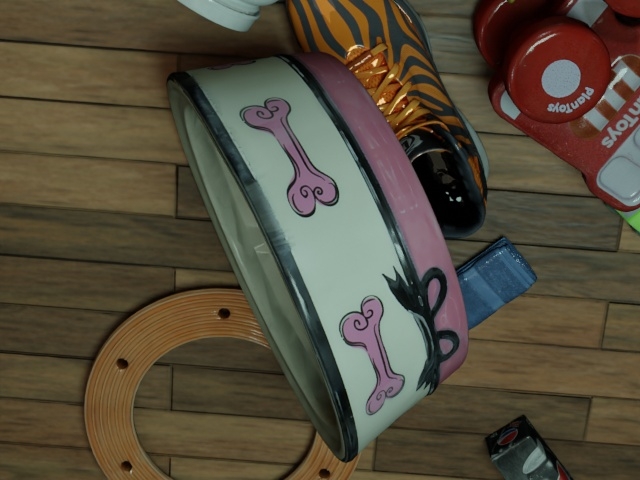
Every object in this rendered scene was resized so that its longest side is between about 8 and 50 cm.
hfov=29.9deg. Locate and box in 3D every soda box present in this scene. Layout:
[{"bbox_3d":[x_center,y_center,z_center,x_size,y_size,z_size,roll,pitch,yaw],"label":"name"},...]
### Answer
[{"bbox_3d":[0.269,0.294,1.433,0.060,0.053,0.169,-34,107,14],"label":"soda box"}]

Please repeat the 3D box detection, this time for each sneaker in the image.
[{"bbox_3d":[0.079,-0.138,1.205,0.125,0.180,0.321,-36,106,14],"label":"sneaker"}]

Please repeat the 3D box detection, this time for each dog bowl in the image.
[{"bbox_3d":[0.000,0.000,1.164,0.150,0.408,0.408,-25,109,-9],"label":"dog bowl"}]

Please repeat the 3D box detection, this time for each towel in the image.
[{"bbox_3d":[0.181,0.055,1.357,0.119,0.029,0.067,-37,105,14],"label":"towel"}]

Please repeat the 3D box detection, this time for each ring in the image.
[{"bbox_3d":[-0.113,0.208,1.427,0.337,0.032,0.336,1,112,2],"label":"ring"}]

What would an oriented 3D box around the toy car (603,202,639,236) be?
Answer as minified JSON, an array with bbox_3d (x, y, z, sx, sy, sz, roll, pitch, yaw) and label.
[{"bbox_3d":[0.398,0.000,1.314,0.225,0.053,0.239,38,108,-12],"label":"toy car"}]

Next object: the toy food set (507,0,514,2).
[{"bbox_3d":[0.198,-0.307,1.119,0.128,0.218,0.071,-39,116,23],"label":"toy food set"}]

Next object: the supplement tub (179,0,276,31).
[{"bbox_3d":[-0.070,-0.320,1.160,0.144,0.144,0.199,31,109,-9],"label":"supplement tub"}]

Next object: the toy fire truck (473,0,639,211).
[{"bbox_3d":[0.316,-0.201,1.187,0.254,0.169,0.302,31,110,-21],"label":"toy fire truck"}]
